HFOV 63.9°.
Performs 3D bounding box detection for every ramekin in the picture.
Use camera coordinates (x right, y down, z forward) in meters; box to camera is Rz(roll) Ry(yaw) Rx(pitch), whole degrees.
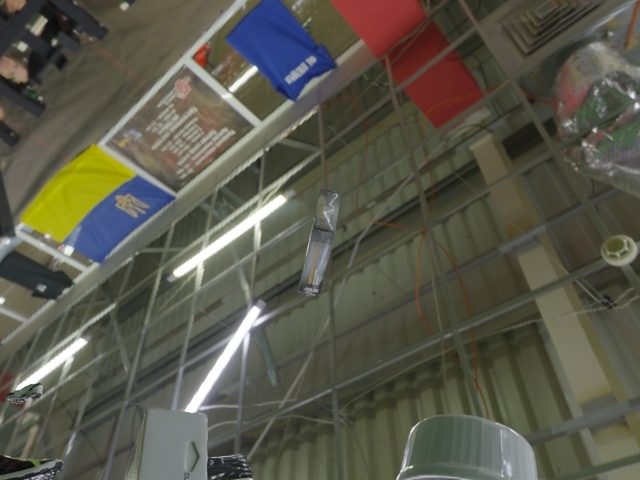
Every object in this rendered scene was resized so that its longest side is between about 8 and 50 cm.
[{"bbox_3d":[0.292,0.463,1.014,0.277,0.277,0.135,-23,-148,37],"label":"ramekin"}]

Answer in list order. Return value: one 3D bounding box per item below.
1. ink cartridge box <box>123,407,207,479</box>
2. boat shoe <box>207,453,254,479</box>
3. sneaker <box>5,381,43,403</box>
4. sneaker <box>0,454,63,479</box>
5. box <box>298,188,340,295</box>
[{"bbox_3d":[-0.292,0.465,0.916,0.197,0.114,0.273,-108,-143,-55],"label":"ink cartridge box"},{"bbox_3d":[-0.333,0.603,1.348,0.127,0.340,0.113,-54,-143,38],"label":"boat shoe"},{"bbox_3d":[-0.827,0.427,1.440,0.109,0.040,0.043,-12,-137,2],"label":"sneaker"},{"bbox_3d":[-0.667,0.472,1.070,0.084,0.235,0.097,-57,-135,43],"label":"sneaker"},{"bbox_3d":[0.000,0.000,1.282,0.231,0.056,0.183,-80,-178,-61],"label":"box"}]
